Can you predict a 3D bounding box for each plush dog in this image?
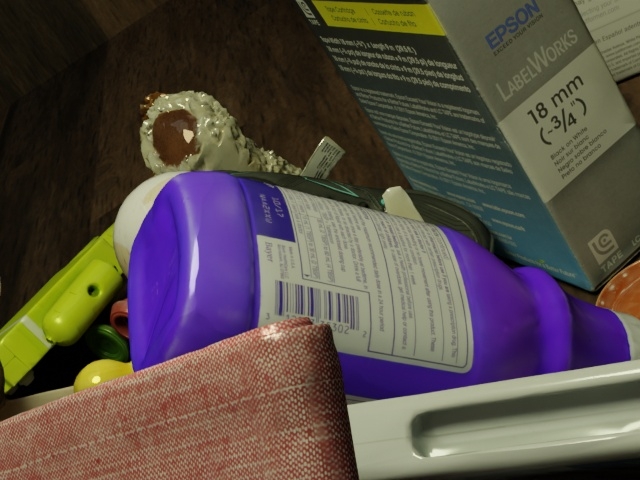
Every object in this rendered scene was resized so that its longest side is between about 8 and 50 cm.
[{"bbox_3d":[-0.095,-0.024,1.188,0.211,0.262,0.225,-7,18,-31],"label":"plush dog"}]

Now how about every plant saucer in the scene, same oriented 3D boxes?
[{"bbox_3d":[0.229,0.039,0.854,0.083,0.013,0.083,-29,25,15],"label":"plant saucer"}]

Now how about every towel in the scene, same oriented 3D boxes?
[{"bbox_3d":[-0.045,0.211,0.425,0.237,0.329,0.037,-21,-12,41],"label":"towel"}]

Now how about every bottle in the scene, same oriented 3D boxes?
[{"bbox_3d":[0.044,0.046,0.647,0.092,0.283,0.118,-54,35,41],"label":"bottle"}]

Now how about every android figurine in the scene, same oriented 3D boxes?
[{"bbox_3d":[-0.293,0.090,1.316,0.273,0.056,0.248,-52,13,-32],"label":"android figurine"}]

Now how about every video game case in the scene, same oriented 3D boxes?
[{"bbox_3d":[0.191,0.078,0.519,0.300,0.329,0.036,-15,72,37],"label":"video game case"}]

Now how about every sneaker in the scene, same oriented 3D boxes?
[{"bbox_3d":[0.000,0.000,0.970,0.267,0.101,0.106,6,-2,9],"label":"sneaker"}]

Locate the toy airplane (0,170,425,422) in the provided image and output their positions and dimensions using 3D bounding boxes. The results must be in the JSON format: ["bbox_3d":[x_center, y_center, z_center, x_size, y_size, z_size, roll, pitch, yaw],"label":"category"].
[{"bbox_3d":[-0.081,0.083,0.840,0.385,0.272,0.386,-1,14,26],"label":"toy airplane"}]

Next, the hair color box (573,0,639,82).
[{"bbox_3d":[0.194,-0.317,1.115,0.185,0.374,0.113,-22,27,27],"label":"hair color box"}]

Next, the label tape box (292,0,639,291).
[{"bbox_3d":[0.102,-0.138,0.952,0.106,0.333,0.241,-40,24,-11],"label":"label tape box"}]

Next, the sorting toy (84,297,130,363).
[{"bbox_3d":[-0.191,0.087,1.252,0.102,0.061,0.042,-37,14,46],"label":"sorting toy"}]
